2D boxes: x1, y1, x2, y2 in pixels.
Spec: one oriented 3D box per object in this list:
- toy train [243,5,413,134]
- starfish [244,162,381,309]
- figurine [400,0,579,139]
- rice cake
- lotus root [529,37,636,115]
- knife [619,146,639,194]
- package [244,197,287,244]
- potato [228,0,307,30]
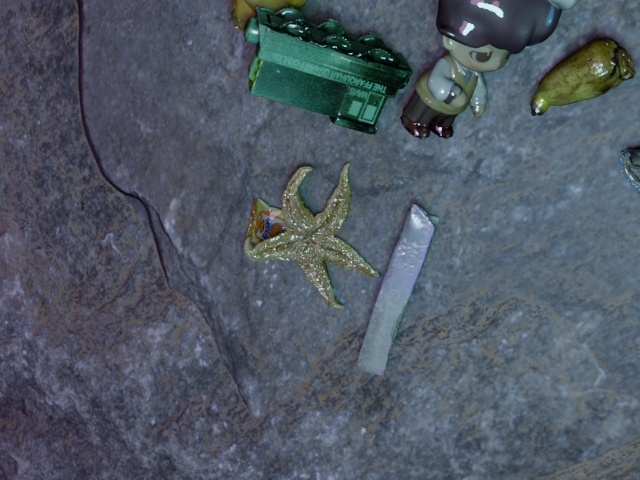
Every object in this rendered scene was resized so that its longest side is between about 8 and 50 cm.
[{"bbox_3d":[0.005,-0.319,1.446,0.330,0.138,0.178,13,121,-16],"label":"toy train"},{"bbox_3d":[0.001,-0.001,1.645,0.299,0.060,0.302,-36,97,11],"label":"starfish"},{"bbox_3d":[0.271,-0.326,1.338,0.206,0.218,0.365,-120,41,-50],"label":"figurine"},{"bbox_3d":[0.160,0.107,1.599,0.070,0.064,0.399,20,112,8],"label":"rice cake"},{"bbox_3d":[0.447,-0.284,1.342,0.190,0.108,0.095,-22,67,40],"label":"lotus root"},{"bbox_3d":[0.631,-0.005,1.370,0.089,0.043,0.365,-11,103,60],"label":"knife"},{"bbox_3d":[-0.106,-0.027,1.701,0.120,0.031,0.108,22,112,18],"label":"package"},{"bbox_3d":[-0.070,-0.522,1.472,0.140,0.173,0.300,32,116,-9],"label":"potato"}]
